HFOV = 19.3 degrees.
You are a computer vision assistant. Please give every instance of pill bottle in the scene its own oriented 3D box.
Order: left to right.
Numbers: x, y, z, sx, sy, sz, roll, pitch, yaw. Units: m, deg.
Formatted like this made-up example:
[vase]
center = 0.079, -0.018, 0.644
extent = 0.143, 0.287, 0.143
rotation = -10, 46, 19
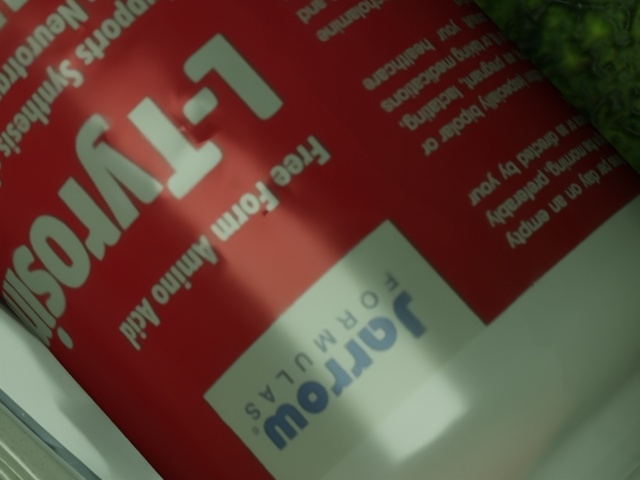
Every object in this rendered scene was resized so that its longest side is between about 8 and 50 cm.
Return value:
[pill bottle]
center = 0.000, 0.000, 0.776
extent = 0.229, 0.229, 0.408
rotation = -45, 82, 15

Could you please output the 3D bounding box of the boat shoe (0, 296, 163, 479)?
[boat shoe]
center = -0.147, 0.113, 0.880
extent = 0.367, 0.136, 0.156
rotation = 43, 95, 0
